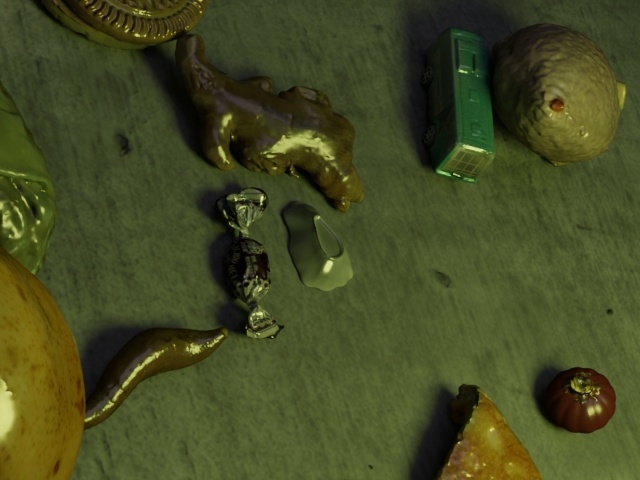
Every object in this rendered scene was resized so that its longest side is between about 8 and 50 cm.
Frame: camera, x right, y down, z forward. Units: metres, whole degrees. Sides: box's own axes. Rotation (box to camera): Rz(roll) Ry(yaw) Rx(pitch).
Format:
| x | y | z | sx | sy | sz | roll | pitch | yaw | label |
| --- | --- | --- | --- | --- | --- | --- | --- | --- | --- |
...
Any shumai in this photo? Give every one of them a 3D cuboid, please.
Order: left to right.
| x | y | z | sx | sy | sz | roll | pitch | yaw | label |
| --- | --- | --- | --- | --- | --- | --- | --- | --- | --- |
| -0.409 | -0.113 | 1.456 | 0.292 | 0.288 | 0.330 | -29 | 79 | -43 | shumai |

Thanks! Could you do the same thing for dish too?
| x | y | z | sx | sy | sz | roll | pitch | yaw | label |
| --- | --- | --- | --- | --- | --- | --- | --- | --- | --- |
| 0.000 | 0.000 | 1.829 | 0.091 | 0.039 | 0.137 | -13 | 72 | -38 | dish |

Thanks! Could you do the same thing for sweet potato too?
| x | y | z | sx | sy | sz | roll | pitch | yaw | label |
| --- | --- | --- | --- | --- | --- | --- | --- | --- | --- |
| -0.219 | 0.152 | 1.579 | 0.249 | 0.059 | 0.069 | -31 | 95 | -38 | sweet potato |

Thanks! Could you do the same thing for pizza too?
| x | y | z | sx | sy | sz | roll | pitch | yaw | label |
| --- | --- | --- | --- | --- | --- | --- | --- | --- | --- |
| 0.240 | 0.362 | 1.745 | 0.182 | 0.074 | 0.365 | -11 | 70 | -40 | pizza |

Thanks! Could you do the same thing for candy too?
| x | y | z | sx | sy | sz | roll | pitch | yaw | label |
| --- | --- | --- | --- | --- | --- | --- | --- | --- | --- |
| -0.089 | 0.028 | 1.746 | 0.094 | 0.051 | 0.226 | 13 | 56 | -31 | candy |

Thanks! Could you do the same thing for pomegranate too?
| x | y | z | sx | sy | sz | roll | pitch | yaw | label |
| --- | --- | --- | --- | --- | --- | --- | --- | --- | --- |
| -0.423 | 0.137 | 1.217 | 0.417 | 0.416 | 0.416 | 17 | 54 | -25 | pomegranate |

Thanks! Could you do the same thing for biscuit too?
| x | y | z | sx | sy | sz | roll | pitch | yaw | label |
| --- | --- | --- | --- | --- | --- | --- | --- | --- | --- |
| -0.281 | -0.374 | 1.847 | 0.259 | 0.079 | 0.259 | 16 | 56 | -26 | biscuit |

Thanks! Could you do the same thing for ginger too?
| x | y | z | sx | sy | sz | roll | pitch | yaw | label |
| --- | --- | --- | --- | --- | --- | --- | --- | --- | --- |
| -0.067 | -0.154 | 1.844 | 0.333 | 0.080 | 0.166 | 26 | 67 | -24 | ginger |

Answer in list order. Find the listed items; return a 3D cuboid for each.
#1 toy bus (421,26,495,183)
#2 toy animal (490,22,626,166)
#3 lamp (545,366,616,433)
| x | y | z | sx | sy | sz | roll | pitch | yaw | label |
| --- | --- | --- | --- | --- | --- | --- | --- | --- | --- |
| 0.217 | -0.214 | 2.067 | 0.091 | 0.109 | 0.261 | 13 | 55 | -20 | toy bus |
| 0.374 | -0.228 | 2.087 | 0.226 | 0.188 | 0.358 | 44 | 21 | -8 | toy animal |
| 0.374 | 0.229 | 1.906 | 0.101 | 0.090 | 0.101 | -3 | 52 | 4 | lamp |
